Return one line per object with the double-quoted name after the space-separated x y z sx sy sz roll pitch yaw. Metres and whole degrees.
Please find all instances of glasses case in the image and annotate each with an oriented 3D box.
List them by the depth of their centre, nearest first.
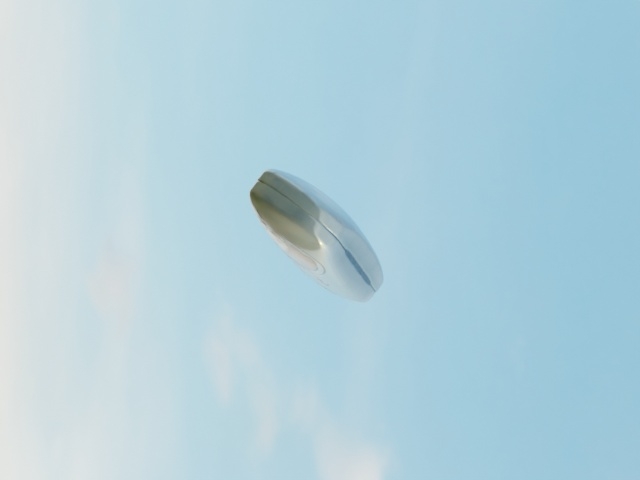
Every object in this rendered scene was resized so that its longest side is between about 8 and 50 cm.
0.000 0.000 0.823 0.067 0.045 0.178 36 -6 20 "glasses case"
